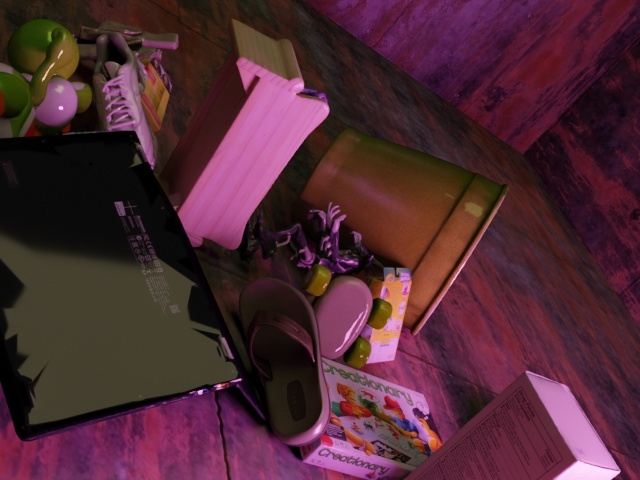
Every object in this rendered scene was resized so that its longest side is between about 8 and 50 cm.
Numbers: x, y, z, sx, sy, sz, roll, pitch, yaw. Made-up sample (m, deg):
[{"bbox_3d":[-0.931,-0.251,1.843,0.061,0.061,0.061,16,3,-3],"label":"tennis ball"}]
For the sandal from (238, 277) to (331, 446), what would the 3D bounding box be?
[{"bbox_3d":[-0.058,0.166,1.252,0.086,0.120,0.303,52,11,-46],"label":"sandal"}]

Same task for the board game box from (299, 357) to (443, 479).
[{"bbox_3d":[0.079,0.300,1.338,0.305,0.053,0.193,25,29,-34],"label":"board game box"}]

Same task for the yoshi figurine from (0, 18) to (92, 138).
[{"bbox_3d":[-0.476,-0.256,1.254,0.203,0.203,0.362,35,18,4],"label":"yoshi figurine"}]

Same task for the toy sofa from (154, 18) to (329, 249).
[{"bbox_3d":[-0.151,-0.167,1.390,0.177,0.362,0.150,21,31,-26],"label":"toy sofa"}]

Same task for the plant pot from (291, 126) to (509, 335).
[{"bbox_3d":[0.142,-0.048,1.717,0.353,0.366,0.366,32,23,6],"label":"plant pot"}]

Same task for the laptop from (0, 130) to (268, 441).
[{"bbox_3d":[-0.265,0.076,1.082,0.408,0.236,0.382,-9,61,-37],"label":"laptop"}]

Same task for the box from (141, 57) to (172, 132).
[{"bbox_3d":[-0.349,-0.291,1.632,0.232,0.058,0.087,-93,159,-58],"label":"box"}]

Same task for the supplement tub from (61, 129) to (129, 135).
[{"bbox_3d":[-0.358,-0.141,1.325,0.107,0.071,0.071,-2,34,-2],"label":"supplement tub"}]

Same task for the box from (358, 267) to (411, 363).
[{"bbox_3d":[0.115,0.135,1.528,0.043,0.179,0.105,18,7,35],"label":"box"}]

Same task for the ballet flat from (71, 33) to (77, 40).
[{"bbox_3d":[-0.470,-0.325,1.457,0.052,0.168,0.057,23,70,-18],"label":"ballet flat"}]

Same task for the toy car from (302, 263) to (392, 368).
[{"bbox_3d":[0.010,0.121,1.444,0.155,0.149,0.188,29,-2,-16],"label":"toy car"}]

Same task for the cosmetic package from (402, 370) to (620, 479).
[{"bbox_3d":[0.257,0.354,1.203,0.113,0.309,0.160,23,30,-36],"label":"cosmetic package"}]

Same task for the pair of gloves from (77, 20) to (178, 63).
[{"bbox_3d":[-0.405,-0.402,1.666,0.204,0.042,0.240,7,27,2],"label":"pair of gloves"}]

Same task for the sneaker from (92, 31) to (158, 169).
[{"bbox_3d":[-0.350,-0.233,1.424,0.118,0.110,0.292,90,-13,-61],"label":"sneaker"}]

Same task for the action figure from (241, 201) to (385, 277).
[{"bbox_3d":[0.000,0.000,1.540,0.275,0.164,0.141,12,78,-21],"label":"action figure"}]
